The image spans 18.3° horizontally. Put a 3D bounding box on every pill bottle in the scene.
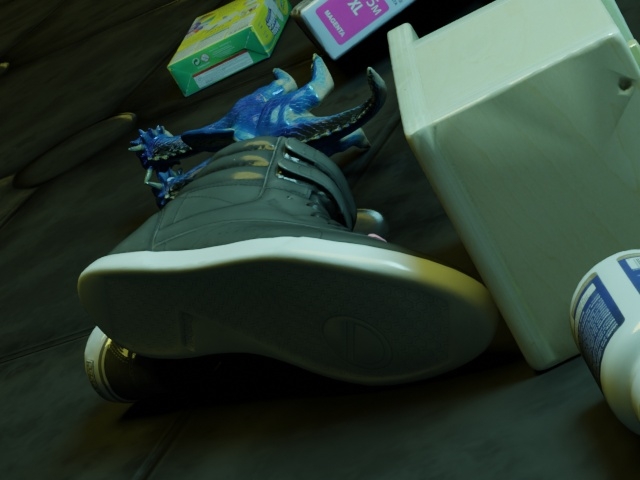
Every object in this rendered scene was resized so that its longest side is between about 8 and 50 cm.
[{"bbox_3d":[0.158,0.053,0.916,0.067,0.067,0.120,-28,18,5],"label":"pill bottle"}]

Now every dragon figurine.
[{"bbox_3d":[-0.047,-0.071,1.533,0.144,0.085,0.289,-36,19,-20],"label":"dragon figurine"}]

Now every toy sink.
[{"bbox_3d":[0.133,-0.058,1.118,0.131,0.152,0.234,-27,17,8],"label":"toy sink"}]

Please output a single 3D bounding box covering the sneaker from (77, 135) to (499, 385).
[{"bbox_3d":[0.000,0.000,1.178,0.296,0.104,0.147,1,41,41],"label":"sneaker"}]

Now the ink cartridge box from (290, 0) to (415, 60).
[{"bbox_3d":[0.114,-0.277,1.786,0.311,0.065,0.186,-39,8,2],"label":"ink cartridge box"}]

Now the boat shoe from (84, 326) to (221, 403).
[{"bbox_3d":[-0.063,0.024,1.319,0.076,0.080,0.228,0,35,46],"label":"boat shoe"}]

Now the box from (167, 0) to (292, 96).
[{"bbox_3d":[-0.091,-0.216,2.065,0.105,0.043,0.179,-24,21,19],"label":"box"}]
